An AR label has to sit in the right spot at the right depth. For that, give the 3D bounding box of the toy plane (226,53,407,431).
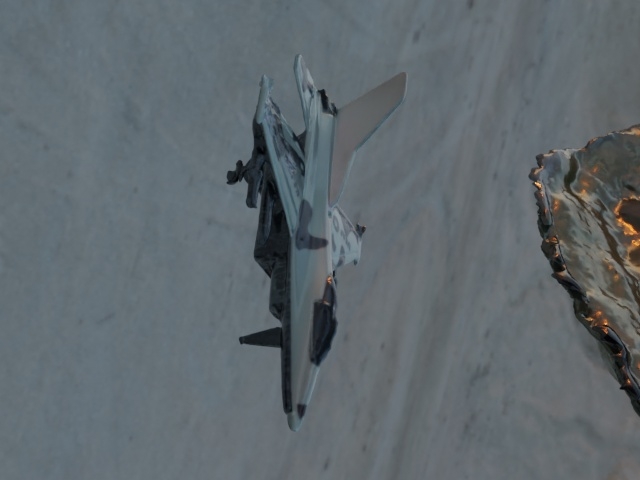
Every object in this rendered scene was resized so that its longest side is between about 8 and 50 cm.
[{"bbox_3d":[-0.013,-0.005,0.582,0.160,0.082,0.234,56,46,-51],"label":"toy plane"}]

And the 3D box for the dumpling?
[{"bbox_3d":[0.182,0.021,0.555,0.332,0.166,0.086,-61,167,-52],"label":"dumpling"}]
